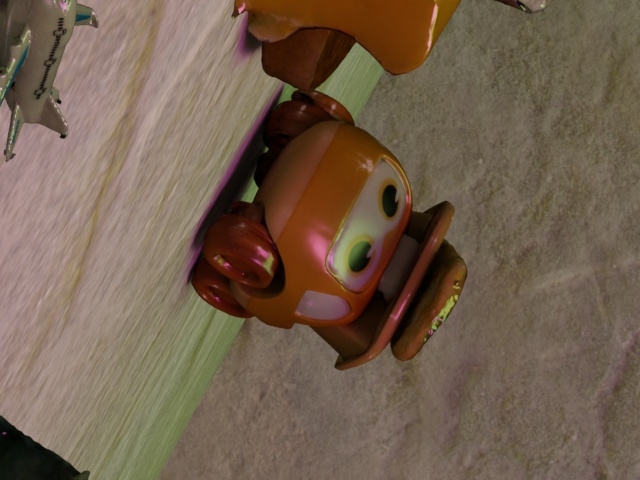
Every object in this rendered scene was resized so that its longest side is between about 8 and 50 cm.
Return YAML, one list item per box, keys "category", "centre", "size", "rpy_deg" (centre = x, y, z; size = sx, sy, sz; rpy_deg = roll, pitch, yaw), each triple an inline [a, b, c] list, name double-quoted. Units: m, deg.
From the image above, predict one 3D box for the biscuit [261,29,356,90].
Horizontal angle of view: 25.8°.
- category: "biscuit"
  centre: [0.063, -0.290, 1.035]
  size: [0.359, 0.074, 0.381]
  rpy_deg: [-60, 176, -72]

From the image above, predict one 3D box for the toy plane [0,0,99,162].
- category: "toy plane"
  centre: [-0.100, -0.067, 0.480]
  size: [0.083, 0.033, 0.080]
  rpy_deg: [106, 11, -48]

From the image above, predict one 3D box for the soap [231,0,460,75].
- category: "soap"
  centre: [0.065, -0.243, 0.695]
  size: [0.324, 0.096, 0.204]
  rpy_deg: [-59, 161, -49]

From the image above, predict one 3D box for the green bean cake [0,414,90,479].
- category: "green bean cake"
  centre: [-0.143, 0.192, 0.714]
  size: [0.107, 0.193, 0.208]
  rpy_deg: [-53, 172, -36]

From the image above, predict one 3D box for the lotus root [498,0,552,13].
- category: "lotus root"
  centre: [0.187, -0.363, 1.298]
  size: [0.272, 0.192, 0.272]
  rpy_deg: [-27, 133, -33]

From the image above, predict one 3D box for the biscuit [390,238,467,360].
- category: "biscuit"
  centre: [0.103, 0.056, 1.433]
  size: [0.118, 0.029, 0.247]
  rpy_deg: [-52, -174, 5]

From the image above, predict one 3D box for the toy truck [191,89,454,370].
- category: "toy truck"
  centre: [0.000, 0.000, 1.430]
  size: [0.204, 0.212, 0.288]
  rpy_deg: [-62, -178, -22]
